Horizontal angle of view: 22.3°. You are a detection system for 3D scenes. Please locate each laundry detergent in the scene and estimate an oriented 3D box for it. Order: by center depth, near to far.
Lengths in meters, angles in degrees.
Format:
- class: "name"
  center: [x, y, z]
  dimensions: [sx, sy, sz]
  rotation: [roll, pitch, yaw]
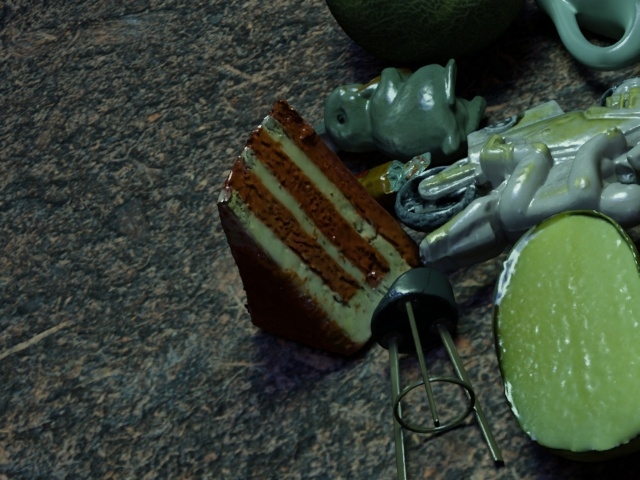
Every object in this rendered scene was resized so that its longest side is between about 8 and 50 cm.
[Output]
- class: "laundry detergent"
  center: [0.369, -0.277, 1.852]
  dimensions: [0.215, 0.105, 0.280]
  rotation: [-29, 43, 1]

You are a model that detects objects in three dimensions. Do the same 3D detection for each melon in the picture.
- class: "melon"
  center: [0.119, -0.325, 1.923]
  dimensions: [0.237, 0.237, 0.302]
  rotation: [-42, 16, -13]

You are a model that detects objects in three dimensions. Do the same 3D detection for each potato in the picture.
- class: "potato"
  center: [0.260, 0.103, 1.535]
  dimensions: [0.160, 0.111, 0.271]
  rotation: [-29, 47, 21]

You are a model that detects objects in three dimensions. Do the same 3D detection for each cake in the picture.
- class: "cake"
  center: [0.000, 0.000, 1.693]
  dimensions: [0.159, 0.262, 0.158]
  rotation: [23, 66, 21]

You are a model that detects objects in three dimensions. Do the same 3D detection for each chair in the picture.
- class: "chair"
  center: [0.101, 0.135, 1.612]
  dimensions: [0.095, 0.104, 0.221]
  rotation: [-32, 41, 24]

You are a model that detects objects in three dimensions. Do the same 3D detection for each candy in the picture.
- class: "candy"
  center: [0.056, -0.055, 1.842]
  dimensions: [0.182, 0.046, 0.053]
  rotation: [-18, 26, 39]

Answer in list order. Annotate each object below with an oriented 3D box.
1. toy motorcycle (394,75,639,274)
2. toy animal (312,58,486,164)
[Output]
- class: "toy motorcycle"
  center: [0.251, -0.064, 1.707]
  dimensions: [0.341, 0.108, 0.223]
  rotation: [-23, 36, -3]
- class: "toy animal"
  center: [0.067, -0.139, 1.883]
  dimensions: [0.236, 0.108, 0.138]
  rotation: [-8, 50, 24]
